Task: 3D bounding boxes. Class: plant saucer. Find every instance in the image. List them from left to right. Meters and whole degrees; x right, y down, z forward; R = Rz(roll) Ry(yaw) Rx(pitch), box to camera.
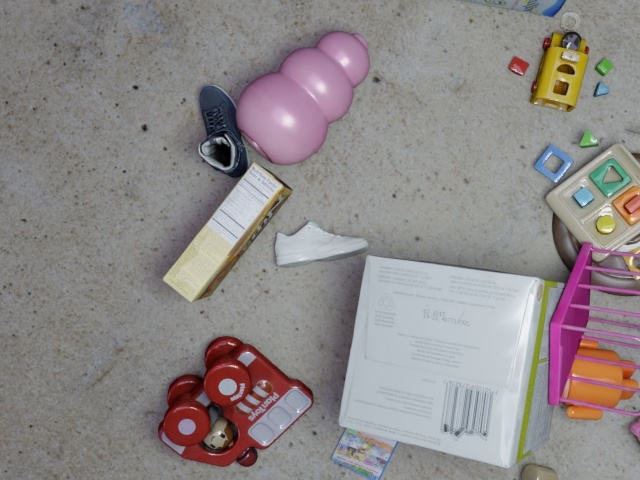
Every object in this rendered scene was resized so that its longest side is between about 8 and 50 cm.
[{"bbox_3d":[0.653,-0.036,1.679,0.311,0.050,0.310,-1,86,20],"label":"plant saucer"}]

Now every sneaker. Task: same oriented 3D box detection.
[{"bbox_3d":[-0.226,-0.249,1.742,0.086,0.163,0.226,-22,87,11],"label":"sneaker"},{"bbox_3d":[0.000,0.000,1.770,0.212,0.080,0.094,-8,77,6],"label":"sneaker"}]

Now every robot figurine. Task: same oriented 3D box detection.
[{"bbox_3d":[0.558,0.293,1.686,0.220,0.128,0.158,4,96,6],"label":"robot figurine"}]

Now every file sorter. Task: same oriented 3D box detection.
[{"bbox_3d":[0.575,0.173,1.550,0.182,0.290,0.202,9,125,27],"label":"file sorter"}]

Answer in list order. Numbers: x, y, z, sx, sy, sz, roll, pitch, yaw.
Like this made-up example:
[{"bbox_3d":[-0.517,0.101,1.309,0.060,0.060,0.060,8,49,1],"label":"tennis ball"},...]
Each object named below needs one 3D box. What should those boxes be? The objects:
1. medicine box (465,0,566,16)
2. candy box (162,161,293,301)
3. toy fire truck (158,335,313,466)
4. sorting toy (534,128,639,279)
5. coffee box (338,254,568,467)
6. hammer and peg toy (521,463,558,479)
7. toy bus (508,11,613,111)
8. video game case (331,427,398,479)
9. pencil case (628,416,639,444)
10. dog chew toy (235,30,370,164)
[{"bbox_3d":[0.402,-0.650,1.693,0.289,0.149,0.263,12,91,6],"label":"medicine box"},{"bbox_3d":[-0.196,-0.017,1.729,0.088,0.183,0.316,38,93,3],"label":"candy box"},{"bbox_3d":[-0.196,0.380,1.751,0.254,0.169,0.302,43,95,-15],"label":"toy fire truck"},{"bbox_3d":[0.602,-0.080,1.649,0.196,0.047,0.347,-39,74,13],"label":"sorting toy"},{"bbox_3d":[0.279,0.219,1.566,0.338,0.334,0.338,8,90,28],"label":"coffee box"},{"bbox_3d":[0.404,0.654,1.634,0.127,0.266,0.361,20,93,-14],"label":"hammer and peg toy"},{"bbox_3d":[0.526,-0.379,1.703,0.191,0.104,0.202,-31,88,4],"label":"toy bus"},{"bbox_3d":[0.113,0.447,1.784,0.119,0.015,0.166,26,92,4],"label":"video game case"},{"bbox_3d":[0.826,0.327,1.645,0.386,0.160,0.167,-44,104,4],"label":"pencil case"},{"bbox_3d":[-0.025,-0.322,1.713,0.206,0.206,0.332,44,86,4],"label":"dog chew toy"}]
